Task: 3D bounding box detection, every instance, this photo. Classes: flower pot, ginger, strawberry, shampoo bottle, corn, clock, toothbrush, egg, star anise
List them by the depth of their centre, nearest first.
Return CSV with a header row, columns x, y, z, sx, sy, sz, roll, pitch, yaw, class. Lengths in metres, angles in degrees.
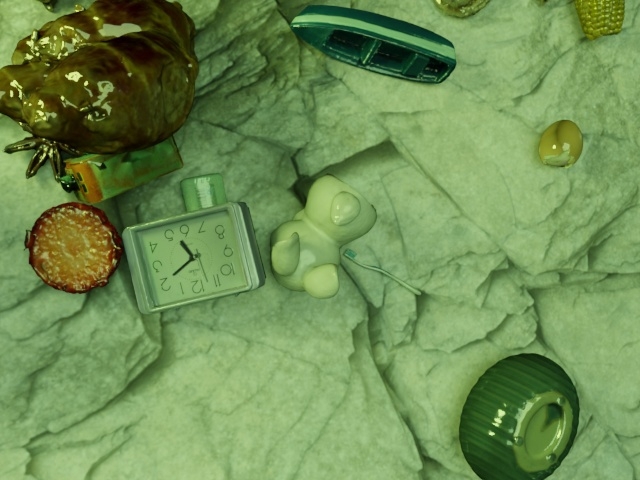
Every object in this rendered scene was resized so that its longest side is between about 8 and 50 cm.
x,y,z,sx,sy,sz,roll,pitch,yaw,class
-0.314,-0.243,0.961,0.274,0.152,0.357,5,42,-11,ginger
-0.369,0.011,1.020,0.145,0.086,0.145,0,87,-10,strawberry
-0.419,-0.153,1.040,0.141,0.042,0.141,0,91,-22,star anise
-0.195,0.029,1.048,0.193,0.073,0.144,-14,91,4,clock
-0.177,-0.012,1.103,0.069,0.041,0.190,-12,90,-19,shampoo bottle
0.349,0.315,1.178,0.189,0.157,0.243,33,80,-14,flower pot
0.111,0.060,1.198,0.162,0.014,0.017,31,98,-13,toothbrush
0.458,-0.186,1.280,0.080,0.080,0.096,15,75,-15,egg
0.532,-0.546,1.312,0.106,0.106,0.305,-7,91,-17,corn

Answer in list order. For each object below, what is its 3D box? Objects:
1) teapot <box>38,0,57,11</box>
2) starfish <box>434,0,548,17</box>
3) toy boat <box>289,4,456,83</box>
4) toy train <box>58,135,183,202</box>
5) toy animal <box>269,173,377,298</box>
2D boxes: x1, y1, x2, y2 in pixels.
x,y,z,sx,sy,sz,roll,pitch,yaw,class
-0.411,-0.400,1.034,0.080,0.110,0.085,-64,147,-24,teapot
0.332,-0.637,1.231,0.324,0.082,0.432,-9,114,-21,starfish
0.093,-0.350,1.178,0.299,0.096,0.061,13,73,-13,toy boat
-0.300,-0.115,1.028,0.188,0.099,0.072,-29,116,-30,toy train
0.003,-0.006,1.085,0.127,0.178,0.193,40,75,-8,toy animal
